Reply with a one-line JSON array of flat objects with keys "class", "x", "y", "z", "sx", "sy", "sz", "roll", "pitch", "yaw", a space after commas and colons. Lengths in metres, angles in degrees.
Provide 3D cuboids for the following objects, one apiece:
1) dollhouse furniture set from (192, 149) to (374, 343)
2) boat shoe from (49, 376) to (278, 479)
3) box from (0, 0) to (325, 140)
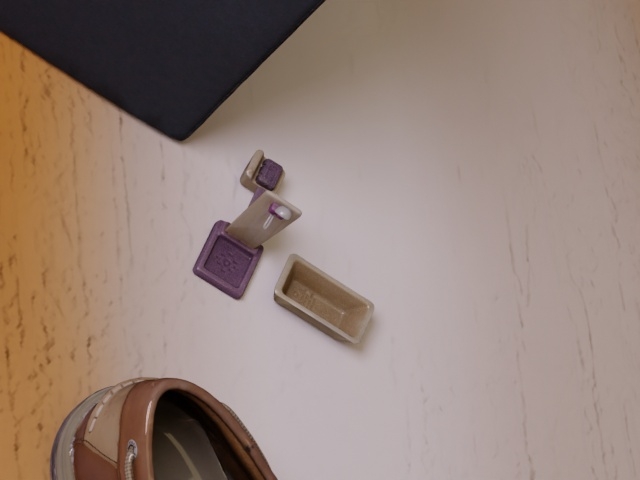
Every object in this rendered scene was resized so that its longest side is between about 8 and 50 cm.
[{"class": "dollhouse furniture set", "x": 0.000, "y": 0.000, "z": 1.235, "sx": 0.114, "sy": 0.081, "sz": 0.091, "roll": 33, "pitch": 58, "yaw": -13}, {"class": "boat shoe", "x": -0.038, "y": 0.219, "z": 1.103, "sx": 0.123, "sy": 0.116, "sz": 0.324, "roll": -31, "pitch": 87, "yaw": -34}, {"class": "box", "x": -0.038, "y": -0.313, "z": 1.215, "sx": 0.212, "sy": 0.293, "sz": 0.395, "roll": 33, "pitch": 58, "yaw": -13}]
